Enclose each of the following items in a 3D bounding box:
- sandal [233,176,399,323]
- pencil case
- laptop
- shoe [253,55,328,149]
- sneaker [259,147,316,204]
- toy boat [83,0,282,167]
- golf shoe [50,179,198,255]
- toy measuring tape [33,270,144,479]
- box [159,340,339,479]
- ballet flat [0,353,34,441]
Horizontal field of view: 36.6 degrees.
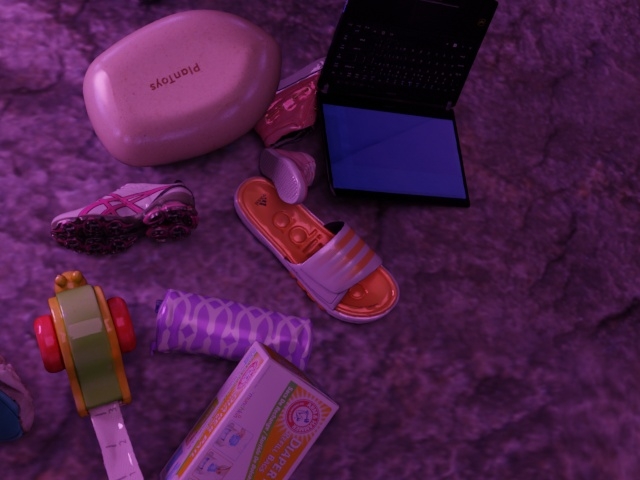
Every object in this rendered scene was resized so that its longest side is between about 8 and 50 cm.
[{"bbox_3d":[-0.007,0.007,1.276,0.265,0.076,0.102,40,68,2],"label":"sandal"},{"bbox_3d":[-0.111,0.121,1.212,0.206,0.086,0.088,12,104,-6],"label":"pencil case"},{"bbox_3d":[0.129,-0.198,1.312,0.234,0.264,0.136,3,34,-30],"label":"laptop"},{"bbox_3d":[-0.018,-0.193,1.353,0.178,0.063,0.081,-27,81,-14],"label":"shoe"},{"bbox_3d":[-0.028,-0.087,1.288,0.070,0.134,0.051,4,113,-26],"label":"sneaker"},{"bbox_3d":[-0.199,-0.261,1.297,0.267,0.148,0.318,-20,81,-6],"label":"toy boat"},{"bbox_3d":[-0.254,-0.033,1.249,0.186,0.067,0.086,-9,45,-13],"label":"golf shoe"},{"bbox_3d":[-0.254,0.156,1.104,0.121,0.121,0.330,-14,54,-17],"label":"toy measuring tape"},{"bbox_3d":[-0.085,0.233,1.123,0.103,0.114,0.203,36,86,-12],"label":"box"},{"bbox_3d":[-0.509,0.101,1.109,0.409,0.147,0.147,20,68,-6],"label":"ballet flat"}]
